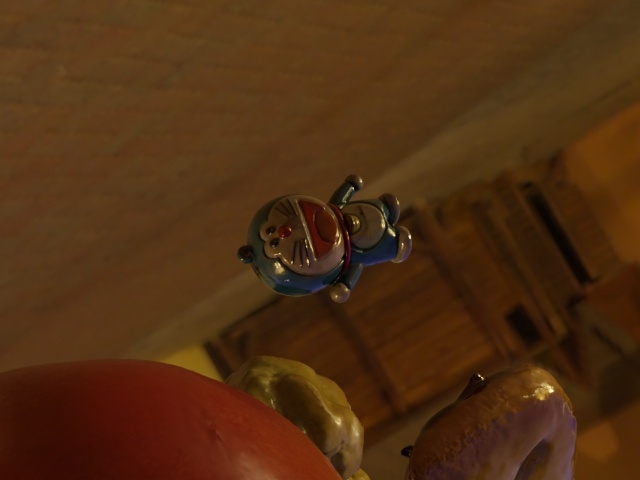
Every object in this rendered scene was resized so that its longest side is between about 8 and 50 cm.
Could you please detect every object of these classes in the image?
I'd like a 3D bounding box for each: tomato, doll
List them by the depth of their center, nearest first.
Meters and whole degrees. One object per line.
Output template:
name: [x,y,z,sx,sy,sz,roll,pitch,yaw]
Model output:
tomato: [-0.078,0.193,0.729,0.226,0.298,0.298,-12,172,-12]
doll: [0.000,0.000,1.315,0.152,0.114,0.085,-9,158,-21]

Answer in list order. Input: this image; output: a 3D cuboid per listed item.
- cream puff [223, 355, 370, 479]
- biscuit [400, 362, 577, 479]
cream puff: [-0.045,0.292,1.506,0.324,0.257,0.291,-55,-170,11]
biscuit: [0.101,0.211,0.979,0.154,0.045,0.299,-22,129,-37]
